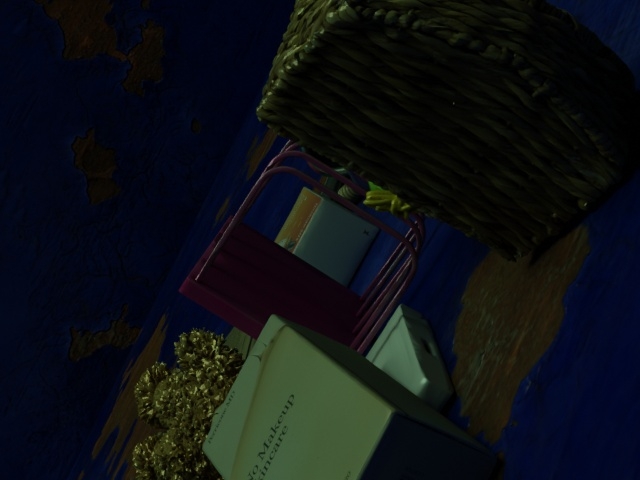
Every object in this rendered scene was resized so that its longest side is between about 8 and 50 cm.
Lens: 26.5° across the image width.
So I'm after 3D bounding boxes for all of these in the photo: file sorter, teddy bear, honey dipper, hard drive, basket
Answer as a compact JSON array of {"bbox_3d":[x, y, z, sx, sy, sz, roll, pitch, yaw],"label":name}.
[{"bbox_3d":[0.000,0.000,1.509,0.182,0.202,0.290,-56,3,14],"label":"file sorter"},{"bbox_3d":[-0.134,0.223,1.598,0.338,0.113,0.245,16,90,54],"label":"teddy bear"},{"bbox_3d":[0.074,-0.099,1.944,0.161,0.030,0.030,-44,21,51],"label":"honey dipper"},{"bbox_3d":[0.025,0.229,1.369,0.307,0.040,0.203,-59,12,14],"label":"hard drive"},{"bbox_3d":[0.129,-0.168,1.201,0.213,0.299,0.223,-48,18,48],"label":"basket"}]

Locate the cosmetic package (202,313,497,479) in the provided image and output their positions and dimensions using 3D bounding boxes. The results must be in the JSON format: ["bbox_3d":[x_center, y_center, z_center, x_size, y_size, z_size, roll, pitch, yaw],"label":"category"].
[{"bbox_3d":[0.013,0.189,1.199,0.160,0.113,0.309,-63,24,0],"label":"cosmetic package"}]

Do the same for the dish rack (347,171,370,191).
[{"bbox_3d":[0.116,-0.239,1.736,0.332,0.072,0.285,-65,-24,-16],"label":"dish rack"}]

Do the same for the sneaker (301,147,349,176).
[{"bbox_3d":[0.065,-0.202,1.905,0.295,0.124,0.178,-57,0,23],"label":"sneaker"}]

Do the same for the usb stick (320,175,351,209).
[{"bbox_3d":[0.028,-0.083,2.062,0.077,0.045,0.278,-45,20,51],"label":"usb stick"}]

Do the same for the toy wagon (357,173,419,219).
[{"bbox_3d":[0.098,-0.152,1.442,0.068,0.267,0.344,75,-160,-53],"label":"toy wagon"}]

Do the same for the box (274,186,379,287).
[{"bbox_3d":[-0.003,0.009,1.869,0.130,0.091,0.170,-61,11,1],"label":"box"}]

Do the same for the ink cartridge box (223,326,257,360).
[{"bbox_3d":[-0.102,0.207,1.843,0.193,0.088,0.234,-52,15,35],"label":"ink cartridge box"}]
